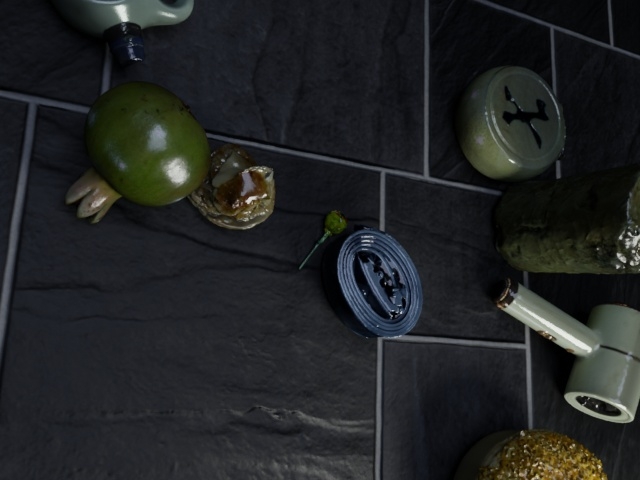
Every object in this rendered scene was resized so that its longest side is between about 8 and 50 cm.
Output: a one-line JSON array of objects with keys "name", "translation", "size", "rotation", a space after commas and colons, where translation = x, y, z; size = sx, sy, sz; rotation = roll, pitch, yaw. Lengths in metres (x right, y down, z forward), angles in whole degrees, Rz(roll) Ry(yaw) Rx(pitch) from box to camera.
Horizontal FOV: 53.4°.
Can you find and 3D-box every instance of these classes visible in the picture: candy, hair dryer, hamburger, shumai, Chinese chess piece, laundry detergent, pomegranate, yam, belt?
[{"name": "candy", "translation": [0.000, 0.000, 1.056], "size": [0.035, 0.035, 0.123], "rotation": [31, 72, 29]}, {"name": "hair dryer", "translation": [0.460, 0.173, 1.207], "size": [0.362, 0.128, 0.203], "rotation": [31, 69, -9]}, {"name": "hamburger", "translation": [0.359, 0.449, 1.055], "size": [0.294, 0.179, 0.276], "rotation": [0, 80, -26]}, {"name": "shumai", "translation": [-0.119, -0.086, 0.962], "size": [0.145, 0.116, 0.145], "rotation": [6, 75, -24]}, {"name": "Chinese chess piece", "translation": [0.376, -0.229, 1.249], "size": [0.237, 0.092, 0.238], "rotation": [6, 77, -26]}, {"name": "laundry detergent", "translation": [-0.299, -0.393, 0.940], "size": [0.215, 0.105, 0.280], "rotation": [-19, 87, -30]}, {"name": "pomegranate", "translation": [-0.251, -0.115, 0.869], "size": [0.179, 0.179, 0.210], "rotation": [43, 66, -13]}, {"name": "yam", "translation": [0.489, -0.033, 1.158], "size": [0.195, 0.300, 0.195], "rotation": [2, 87, -33]}, {"name": "belt", "translation": [0.083, 0.069, 1.050], "size": [0.141, 0.082, 0.190], "rotation": [-32, 95, -25]}]
